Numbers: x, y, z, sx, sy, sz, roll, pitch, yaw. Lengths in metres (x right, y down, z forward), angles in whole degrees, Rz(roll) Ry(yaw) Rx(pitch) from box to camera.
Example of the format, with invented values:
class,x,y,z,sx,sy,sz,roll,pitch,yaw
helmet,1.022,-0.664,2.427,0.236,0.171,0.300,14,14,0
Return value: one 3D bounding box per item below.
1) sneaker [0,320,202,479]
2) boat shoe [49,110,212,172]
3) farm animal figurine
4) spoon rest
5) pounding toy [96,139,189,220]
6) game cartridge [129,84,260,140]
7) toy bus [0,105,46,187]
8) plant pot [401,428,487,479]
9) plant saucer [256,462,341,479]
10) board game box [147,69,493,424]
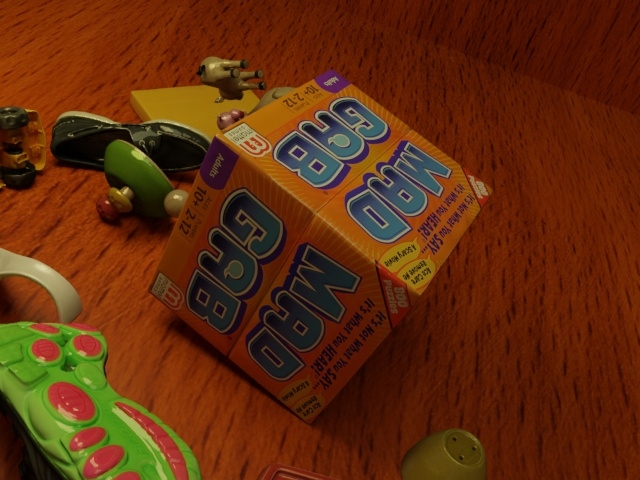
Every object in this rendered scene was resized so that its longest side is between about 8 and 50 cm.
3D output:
class,x,y,z,sx,sy,sz,roll,pitch,yaw
sneaker,-0.331,0.251,0.868,0.185,0.202,0.483,6,19,-41
boat shoe,-0.394,-0.188,1.425,0.340,0.127,0.113,12,38,-7
farm animal figurine,-0.147,-0.263,1.512,0.172,0.330,0.327,7,30,35
spoon rest,-0.512,0.057,1.078,0.277,0.084,0.137,16,30,8
pounding toy,-0.350,-0.073,1.300,0.237,0.183,0.110,36,65,15
game cartridge,-0.263,-0.288,1.680,0.324,0.052,0.285,-14,49,-33
toy bus,-0.671,-0.179,1.295,0.212,0.149,0.220,17,32,23
plant pot,0.205,0.348,1.062,0.134,0.095,0.134,13,38,-10
plant saucer,-0.007,0.390,0.864,0.259,0.047,0.258,10,27,18
board game box,0.000,0.000,1.143,0.356,0.356,0.356,39,40,7
